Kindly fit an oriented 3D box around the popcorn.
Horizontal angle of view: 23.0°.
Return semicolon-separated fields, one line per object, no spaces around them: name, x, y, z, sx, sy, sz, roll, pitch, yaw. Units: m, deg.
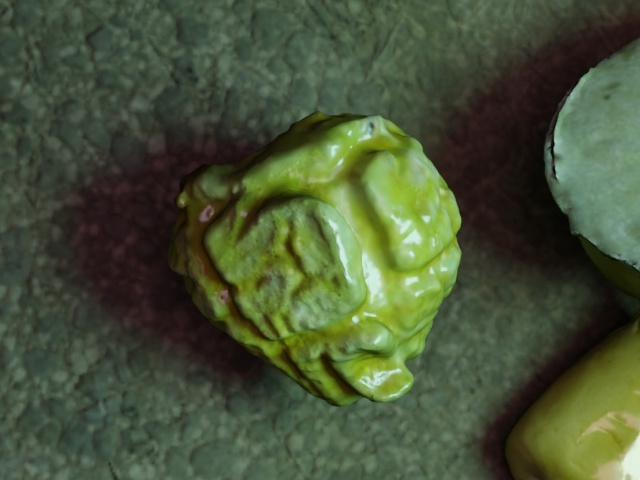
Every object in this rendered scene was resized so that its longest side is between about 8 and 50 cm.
popcorn;0.001;0.001;1.026;0.185;0.187;0.167;-47;129;-22

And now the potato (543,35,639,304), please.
potato;0.383;0.005;1.064;0.397;0.296;0.290;-24;48;3

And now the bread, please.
bread;0.223;0.133;1.092;0.134;0.085;0.173;45;76;-2
